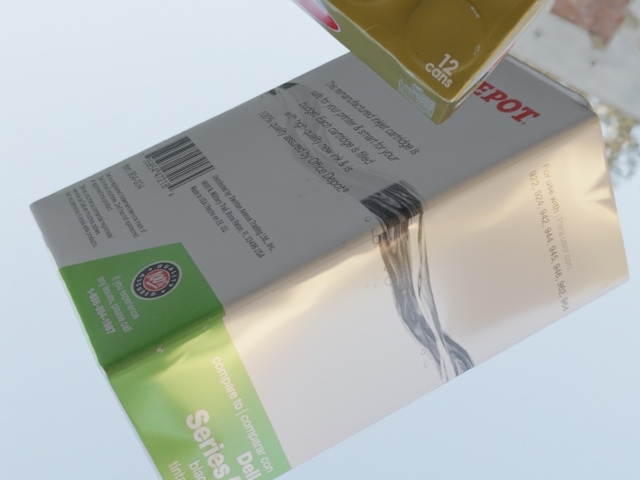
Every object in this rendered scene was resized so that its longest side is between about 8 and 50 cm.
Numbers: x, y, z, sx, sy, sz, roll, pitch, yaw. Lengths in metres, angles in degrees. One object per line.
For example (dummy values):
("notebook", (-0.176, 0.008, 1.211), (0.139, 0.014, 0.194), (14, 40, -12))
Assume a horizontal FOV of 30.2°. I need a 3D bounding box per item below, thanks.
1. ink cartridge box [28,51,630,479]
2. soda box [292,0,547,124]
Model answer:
("ink cartridge box", (0.000, 0.000, 0.659), (0.273, 0.115, 0.198), (-27, -147, -10))
("soda box", (-0.010, -0.118, 0.369), (0.181, 0.061, 0.058), (41, 180, 2))
